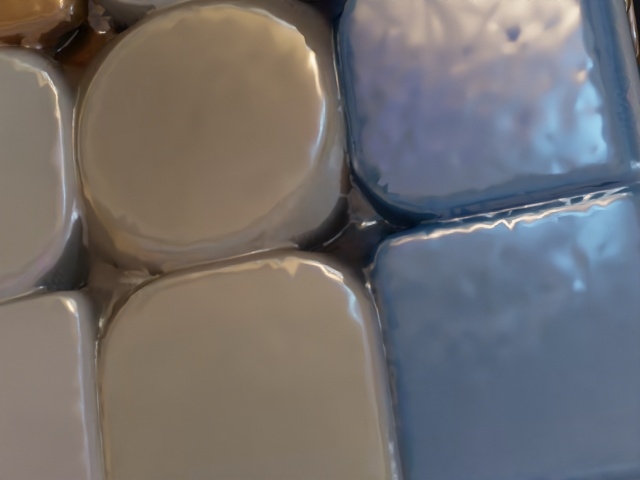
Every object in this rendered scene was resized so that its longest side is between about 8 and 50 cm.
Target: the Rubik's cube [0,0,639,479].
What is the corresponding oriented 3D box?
[{"bbox_3d":[0.000,0.000,0.737,0.346,0.344,0.346,-12,-19,13],"label":"Rubik's cube"}]
